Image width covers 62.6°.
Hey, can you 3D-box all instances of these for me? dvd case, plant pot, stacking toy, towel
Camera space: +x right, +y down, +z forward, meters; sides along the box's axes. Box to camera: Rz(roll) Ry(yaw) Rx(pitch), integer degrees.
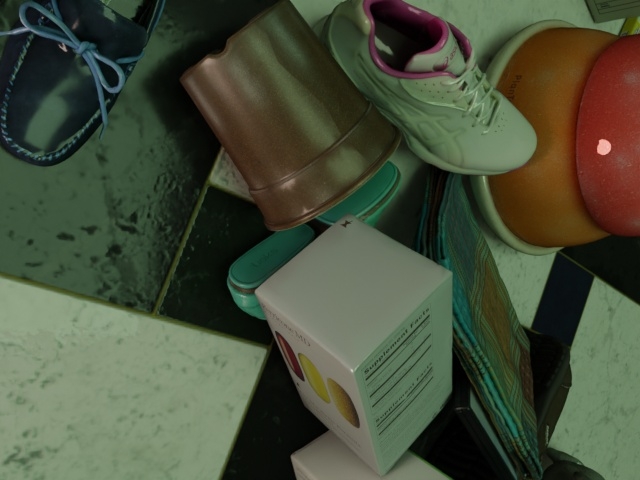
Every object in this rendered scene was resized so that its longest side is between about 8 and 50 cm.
[{"bbox_3d":[0.231,0.179,0.734,0.180,0.022,0.253,56,32,-28],"label":"dvd case"},{"bbox_3d":[-0.036,-0.124,0.510,0.167,0.167,0.165,-46,112,-19],"label":"plant pot"},{"bbox_3d":[0.459,-0.121,0.644,0.350,0.479,0.351,-7,102,-33],"label":"stacking toy"},{"bbox_3d":[0.220,0.092,0.698,0.370,0.040,0.271,59,31,-24],"label":"towel"}]

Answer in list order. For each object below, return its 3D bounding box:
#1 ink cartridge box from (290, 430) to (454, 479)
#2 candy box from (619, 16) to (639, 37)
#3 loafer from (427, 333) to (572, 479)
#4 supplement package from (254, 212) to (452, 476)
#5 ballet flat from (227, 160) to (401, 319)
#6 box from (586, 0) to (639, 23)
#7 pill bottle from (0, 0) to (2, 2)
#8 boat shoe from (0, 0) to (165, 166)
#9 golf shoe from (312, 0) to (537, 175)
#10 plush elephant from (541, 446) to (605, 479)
[{"bbox_3d":[0.086,0.390,0.649,0.114,0.198,0.273,-23,110,-29],"label":"ink cartridge box"},{"bbox_3d":[0.549,-0.293,0.952,0.105,0.027,0.206,35,78,-31],"label":"candy box"},{"bbox_3d":[0.298,0.319,0.821,0.366,0.133,0.130,-45,120,-19],"label":"loafer"},{"bbox_3d":[0.048,0.117,0.565,0.134,0.139,0.244,-40,141,-23],"label":"supplement package"},{"bbox_3d":[0.000,0.000,0.607,0.247,0.083,0.087,-40,142,-22],"label":"ballet flat"},{"bbox_3d":[0.474,-0.474,0.794,0.232,0.148,0.127,43,73,-33],"label":"box"},{"bbox_3d":[-0.237,-0.201,0.273,0.161,0.283,0.161,-7,102,-33],"label":"pill bottle"},{"bbox_3d":[-0.190,-0.184,0.427,0.109,0.089,0.258,22,86,-35],"label":"boat shoe"},{"bbox_3d":[0.134,-0.163,0.581,0.306,0.140,0.115,23,79,-17],"label":"golf shoe"},{"bbox_3d":[0.418,0.499,0.885,0.329,0.256,0.272,-23,159,4],"label":"plush elephant"}]
